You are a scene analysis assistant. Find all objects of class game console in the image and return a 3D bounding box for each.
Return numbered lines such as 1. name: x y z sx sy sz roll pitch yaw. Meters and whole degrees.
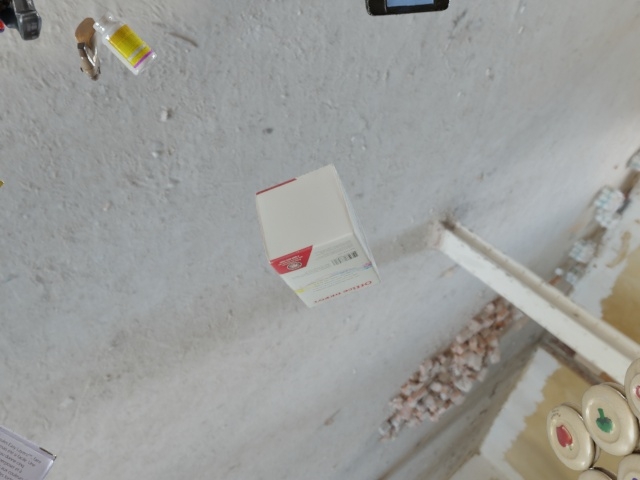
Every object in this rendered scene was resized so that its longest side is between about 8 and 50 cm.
1. game console: 0.139 -0.396 0.778 0.144 0.085 0.124 -12 104 -19

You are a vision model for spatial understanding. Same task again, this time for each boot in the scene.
1. boot: -0.499 -0.411 1.183 0.042 0.118 0.087 1 150 0

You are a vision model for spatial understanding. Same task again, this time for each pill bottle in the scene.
1. pill bottle: -0.275 -0.277 0.766 0.043 0.043 0.083 -46 111 -4

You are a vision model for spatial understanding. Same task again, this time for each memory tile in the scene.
1. memory tile: 0.166 0.114 0.256 0.012 0.113 0.148 -5 147 -17

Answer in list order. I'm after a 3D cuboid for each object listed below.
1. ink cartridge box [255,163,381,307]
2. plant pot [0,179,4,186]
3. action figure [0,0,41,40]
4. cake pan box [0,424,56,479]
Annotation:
1. ink cartridge box: 0.000 0.000 0.826 0.128 0.127 0.176 -20 147 8
2. plant pot: -0.787 -0.115 1.229 0.081 0.082 0.083 40 59 -37
3. action figure: -0.455 -0.334 0.554 0.179 0.341 0.330 -35 148 -25
4. cake pan box: -0.368 0.204 0.373 0.070 0.267 0.245 -48 -168 42
